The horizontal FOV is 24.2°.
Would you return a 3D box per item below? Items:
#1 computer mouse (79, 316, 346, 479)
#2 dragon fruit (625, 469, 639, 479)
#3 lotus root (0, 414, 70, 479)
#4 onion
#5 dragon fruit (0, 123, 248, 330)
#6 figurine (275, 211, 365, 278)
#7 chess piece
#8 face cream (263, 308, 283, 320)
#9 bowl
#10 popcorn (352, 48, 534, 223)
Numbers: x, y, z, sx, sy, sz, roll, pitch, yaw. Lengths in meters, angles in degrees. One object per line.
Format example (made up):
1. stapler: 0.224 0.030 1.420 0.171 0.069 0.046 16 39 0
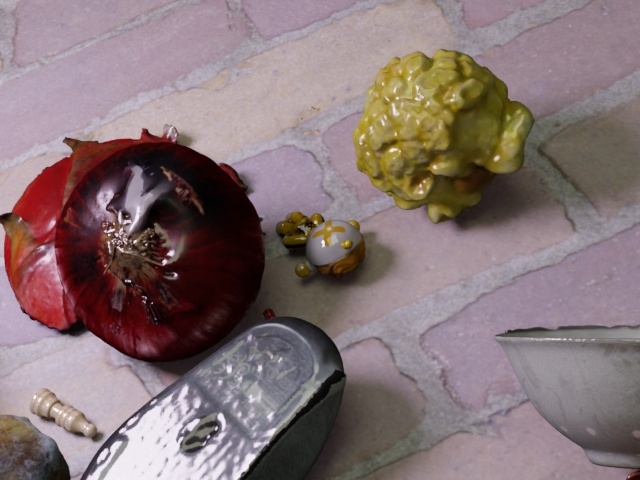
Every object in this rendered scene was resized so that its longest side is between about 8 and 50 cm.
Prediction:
1. computer mouse: -0.120 0.246 1.704 0.374 0.114 0.203 -41 55 -10
2. dragon fruit: 0.361 0.322 1.511 0.262 0.134 0.211 -31 41 -11
3. lotus root: -0.412 0.340 1.665 0.322 0.158 0.140 -50 31 -20
4. onion: -0.188 0.015 1.873 0.273 0.285 0.273 0 91 22
5. dragon fruit: -0.311 -0.052 2.019 0.282 0.100 0.343 28 61 37
6. figurine: 0.003 -0.003 1.918 0.101 0.068 0.143 -26 36 -1
7. chess piece: -0.311 0.216 1.830 0.092 0.035 0.035 25 60 26
8. face cream: -0.050 0.117 1.855 0.040 0.021 0.083 -25 49 -9
9. bowl: 0.345 0.167 1.601 0.313 0.313 0.146 -2 89 12
10. popcorn: 0.151 -0.129 1.893 0.217 0.235 0.181 17 42 5
